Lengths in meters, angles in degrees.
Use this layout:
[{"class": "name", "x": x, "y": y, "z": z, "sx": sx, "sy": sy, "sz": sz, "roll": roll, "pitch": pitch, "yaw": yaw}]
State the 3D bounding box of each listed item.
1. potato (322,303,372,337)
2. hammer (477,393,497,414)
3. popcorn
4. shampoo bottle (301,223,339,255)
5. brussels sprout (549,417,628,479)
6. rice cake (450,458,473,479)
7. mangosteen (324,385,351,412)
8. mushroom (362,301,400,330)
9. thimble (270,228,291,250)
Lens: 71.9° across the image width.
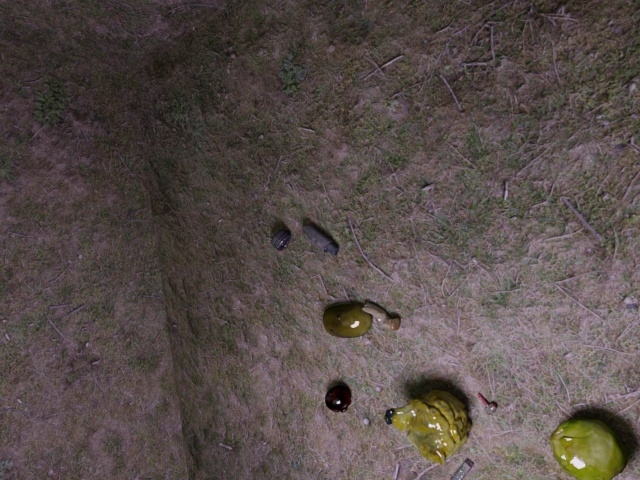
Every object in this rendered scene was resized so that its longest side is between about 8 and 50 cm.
[{"class": "potato", "x": 0.107, "y": 0.384, "z": 2.061, "sx": 0.271, "sy": 0.111, "sz": 0.160, "roll": -12, "pitch": 85, "yaw": 37}, {"class": "hammer", "x": 0.645, "y": 0.634, "z": 1.718, "sx": 0.053, "sy": 0.031, "sz": 0.083, "roll": -55, "pitch": 52, "yaw": 24}, {"class": "popcorn", "x": 0.450, "y": 0.735, "z": 1.744, "sx": 0.292, "sy": 0.237, "sz": 0.293, "roll": 1, "pitch": 92, "yaw": 34}, {"class": "shampoo bottle", "x": 0.000, "y": 0.000, "z": 2.136, "sx": 0.214, "sy": 0.072, "sz": 0.072, "roll": 37, "pitch": 115, "yaw": 30}, {"class": "brussels sprout", "x": 0.880, "y": 0.688, "z": 1.453, "sx": 0.223, "sy": 0.161, "sz": 0.223, "roll": 4, "pitch": 97, "yaw": 30}, {"class": "rice cake", "x": 0.558, "y": 0.975, "z": 1.803, "sx": 0.036, "sy": 0.047, "sz": 0.207, "roll": 46, "pitch": 118, "yaw": 43}, {"class": "mangosteen", "x": 0.091, "y": 0.766, "z": 2.109, "sx": 0.140, "sy": 0.140, "sz": 0.140, "roll": 4, "pitch": 96, "yaw": 37}, {"class": "mushroom", "x": 0.267, "y": 0.331, "z": 1.963, "sx": 0.202, "sy": 0.059, "sz": 0.054, "roll": 33, "pitch": 128, "yaw": 35}, {"class": "thimble", "x": -0.202, "y": -0.001, "z": 2.280, "sx": 0.066, "sy": 0.095, "sz": 0.104, "roll": 40, "pitch": 81, "yaw": 18}]
